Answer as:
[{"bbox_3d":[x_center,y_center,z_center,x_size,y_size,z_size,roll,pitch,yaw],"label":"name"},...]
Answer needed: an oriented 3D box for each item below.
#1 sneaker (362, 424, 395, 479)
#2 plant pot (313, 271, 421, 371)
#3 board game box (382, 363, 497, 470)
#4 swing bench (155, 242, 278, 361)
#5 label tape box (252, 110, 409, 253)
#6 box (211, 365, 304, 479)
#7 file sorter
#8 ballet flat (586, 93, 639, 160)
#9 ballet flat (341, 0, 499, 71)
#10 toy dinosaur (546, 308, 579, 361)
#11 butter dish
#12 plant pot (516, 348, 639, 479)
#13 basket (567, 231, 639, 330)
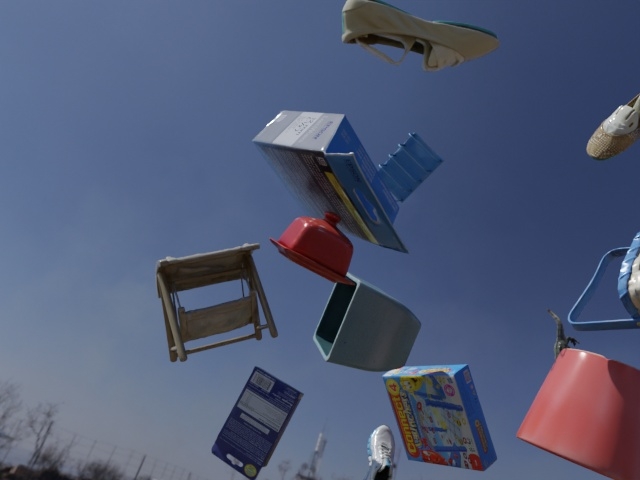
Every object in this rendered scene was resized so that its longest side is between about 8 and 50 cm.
[{"bbox_3d":[0.149,0.522,1.201,0.071,0.191,0.083,24,-43,-6],"label":"sneaker"},{"bbox_3d":[0.153,0.262,1.560,0.252,0.248,0.247,23,1,-12],"label":"plant pot"},{"bbox_3d":[0.377,0.566,1.657,0.302,0.086,0.308,-19,-92,48],"label":"board game box"},{"bbox_3d":[-0.272,0.155,1.308,0.253,0.255,0.165,-10,-9,-26],"label":"swing bench"},{"bbox_3d":[0.041,-0.129,1.039,0.347,0.115,0.249,20,-27,52],"label":"label tape box"},{"bbox_3d":[-0.152,0.435,1.220,0.136,0.225,0.036,26,-11,19],"label":"box"},{"bbox_3d":[0.239,-0.205,1.443,0.118,0.104,0.170,47,-69,10],"label":"file sorter"},{"bbox_3d":[0.551,-0.221,0.903,0.073,0.206,0.067,41,-17,41],"label":"ballet flat"},{"bbox_3d":[0.149,-0.304,0.790,0.248,0.086,0.086,15,-29,-2],"label":"ballet flat"},{"bbox_3d":[0.856,0.375,1.779,0.118,0.268,0.064,15,-28,-15],"label":"toy dinosaur"},{"bbox_3d":[0.000,0.000,0.971,0.160,0.118,0.160,28,-2,-17],"label":"butter dish"},{"bbox_3d":[0.629,0.401,1.188,0.274,0.243,0.275,22,-11,5],"label":"plant pot"},{"bbox_3d":[0.691,0.094,1.065,0.201,0.255,0.289,51,-25,-17],"label":"basket"}]
